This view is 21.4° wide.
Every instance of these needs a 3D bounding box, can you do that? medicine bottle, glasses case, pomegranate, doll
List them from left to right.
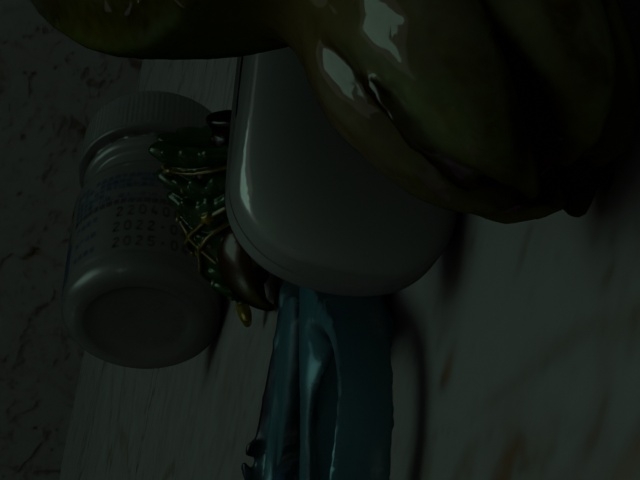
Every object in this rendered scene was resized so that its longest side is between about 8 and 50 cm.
[{"bbox_3d":[-0.113,-0.007,1.111,0.105,0.105,0.168,110,166,-44],"label":"medicine bottle"},{"bbox_3d":[-0.056,-0.012,0.874,0.078,0.077,0.113,-140,60,-69],"label":"doll"},{"bbox_3d":[0.012,-0.073,0.559,0.049,0.074,0.193,124,154,-59],"label":"glasses case"},{"bbox_3d":[0.015,-0.131,0.423,0.241,0.159,0.190,43,136,45],"label":"pomegranate"}]

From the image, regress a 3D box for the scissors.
[{"bbox_3d":[0.001,0.000,0.670,0.180,0.032,0.393,113,163,-52],"label":"scissors"}]
